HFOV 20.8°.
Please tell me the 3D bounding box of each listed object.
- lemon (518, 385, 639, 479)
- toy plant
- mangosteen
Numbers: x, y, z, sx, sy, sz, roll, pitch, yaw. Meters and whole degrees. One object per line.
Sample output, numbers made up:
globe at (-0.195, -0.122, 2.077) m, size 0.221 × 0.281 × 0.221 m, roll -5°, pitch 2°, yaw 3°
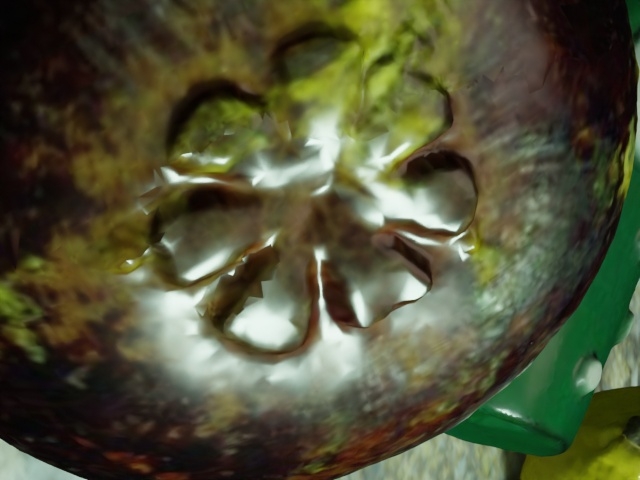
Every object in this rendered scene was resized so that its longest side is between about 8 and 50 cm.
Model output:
lemon at (0.140, 0.122, 0.776) m, size 0.133 × 0.109 × 0.109 m, roll 78°, pitch 25°, yaw -52°
toy plant at (0.093, -0.041, 0.698) m, size 0.232 × 0.113 × 0.243 m, roll 76°, pitch 33°, yaw -44°
mangosteen at (-0.026, -0.039, 0.444) m, size 0.217 × 0.192 × 0.192 m, roll -128°, pitch -156°, yaw -71°
